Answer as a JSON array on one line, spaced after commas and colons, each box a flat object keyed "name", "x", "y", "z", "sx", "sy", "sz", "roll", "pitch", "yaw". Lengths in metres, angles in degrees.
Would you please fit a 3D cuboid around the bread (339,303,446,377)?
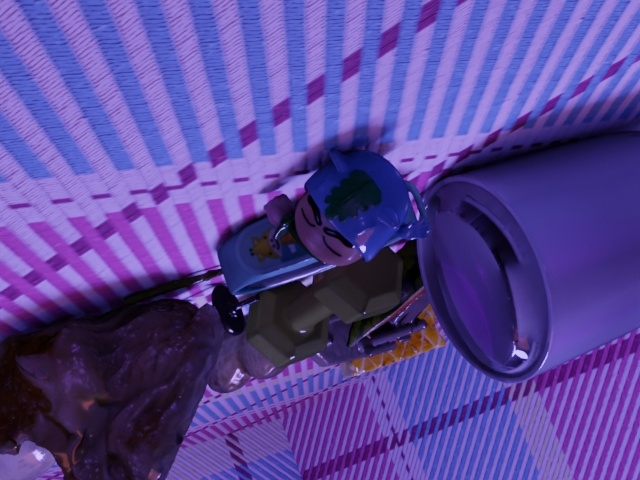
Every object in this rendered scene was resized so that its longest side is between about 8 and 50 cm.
[{"name": "bread", "x": 0.111, "y": 0.151, "z": 2.444, "sx": 0.188, "sy": 0.125, "sz": 0.068, "roll": -16, "pitch": 176, "yaw": -21}]

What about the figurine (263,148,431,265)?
[{"name": "figurine", "x": 0.027, "y": -0.025, "z": 1.388, "sx": 0.144, "sy": 0.114, "sz": 0.178, "roll": -29, "pitch": 177, "yaw": 15}]

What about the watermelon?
[{"name": "watermelon", "x": 0.125, "y": 0.059, "z": 1.962, "sx": 0.245, "sy": 0.063, "sz": 0.119, "roll": -44, "pitch": 162, "yaw": -36}]

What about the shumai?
[{"name": "shumai", "x": -0.271, "y": 0.173, "z": 1.663, "sx": 0.267, "sy": 0.262, "sz": 0.314, "roll": 118, "pitch": -3, "yaw": -60}]

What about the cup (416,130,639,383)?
[{"name": "cup", "x": 0.318, "y": 0.003, "z": 1.716, "sx": 0.372, "sy": 0.253, "sz": 0.253, "roll": -18, "pitch": 170, "yaw": -28}]

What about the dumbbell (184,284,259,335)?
[{"name": "dumbbell", "x": -0.141, "y": 0.099, "z": 1.800, "sx": 0.147, "sy": 0.069, "sz": 0.069, "roll": -24, "pitch": 170, "yaw": 20}]

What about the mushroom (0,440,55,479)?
[{"name": "mushroom", "x": -0.434, "y": 0.269, "z": 1.975, "sx": 0.154, "sy": 0.122, "sz": 0.154, "roll": 4, "pitch": 134, "yaw": 5}]

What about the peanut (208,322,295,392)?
[{"name": "peanut", "x": -0.099, "y": 0.168, "z": 2.174, "sx": 0.086, "sy": 0.104, "sz": 0.228, "roll": 23, "pitch": 145, "yaw": -39}]

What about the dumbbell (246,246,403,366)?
[{"name": "dumbbell", "x": 0.000, "y": 0.081, "z": 1.881, "sx": 0.108, "sy": 0.121, "sz": 0.302, "roll": 15, "pitch": 156, "yaw": -20}]

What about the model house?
[{"name": "model house", "x": 0.085, "y": 0.100, "z": 2.123, "sx": 0.188, "sy": 0.122, "sz": 0.229, "roll": -29, "pitch": 165, "yaw": 27}]

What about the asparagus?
[{"name": "asparagus", "x": -0.153, "y": 0.047, "z": 1.661, "sx": 0.163, "sy": 0.016, "sz": 0.016, "roll": -17, "pitch": 143, "yaw": -21}]

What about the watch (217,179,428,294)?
[{"name": "watch", "x": 0.000, "y": 0.000, "z": 1.563, "sx": 0.237, "sy": 0.068, "sz": 0.195, "roll": -22, "pitch": 171, "yaw": 13}]
